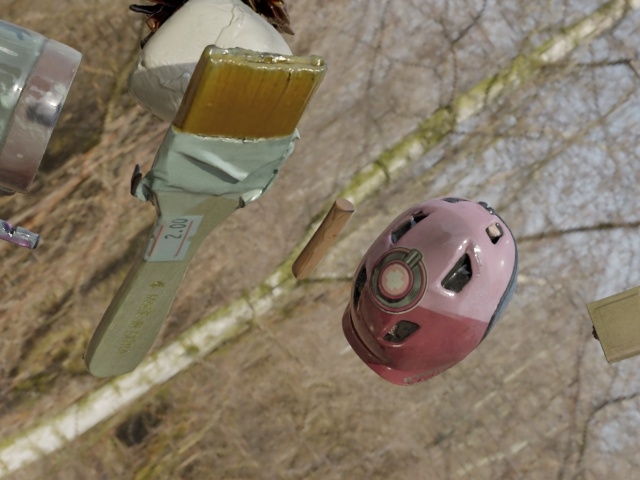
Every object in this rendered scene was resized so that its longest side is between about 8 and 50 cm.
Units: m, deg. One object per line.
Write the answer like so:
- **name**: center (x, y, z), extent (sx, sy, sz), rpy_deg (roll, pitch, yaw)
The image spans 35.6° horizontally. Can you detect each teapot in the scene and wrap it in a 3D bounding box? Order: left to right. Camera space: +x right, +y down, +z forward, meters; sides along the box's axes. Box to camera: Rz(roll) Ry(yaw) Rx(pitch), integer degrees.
- **teapot**: center (-0.552, -0.200, 1.465), extent (0.312, 0.315, 0.233), rpy_deg (23, 28, -17)

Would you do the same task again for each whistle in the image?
- **whistle**: center (-0.574, -0.027, 1.728), extent (0.177, 0.033, 0.033), rpy_deg (22, 7, -16)

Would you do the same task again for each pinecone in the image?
- **pinecone**: center (-0.169, -0.372, 1.519), extent (0.264, 0.264, 0.264), rpy_deg (54, -2, 3)

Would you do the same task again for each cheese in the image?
- **cheese**: center (-0.133, -0.221, 1.332), extent (0.189, 0.198, 0.154), rpy_deg (34, -12, 24)

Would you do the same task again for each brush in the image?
- **brush**: center (-0.093, 0.004, 0.632), extent (0.336, 0.086, 0.020), rpy_deg (-56, -137, 46)

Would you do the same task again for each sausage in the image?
- **sausage**: center (0.000, 0.000, 1.128), extent (0.026, 0.116, 0.026), rpy_deg (24, 33, -17)

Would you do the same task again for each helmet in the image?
- **helmet**: center (0.137, 0.048, 1.284), extent (0.198, 0.253, 0.154), rpy_deg (45, -11, 27)

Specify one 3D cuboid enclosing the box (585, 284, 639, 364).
- **box**: center (0.386, 0.108, 1.261), extent (0.035, 0.083, 0.079), rpy_deg (39, 33, -62)
